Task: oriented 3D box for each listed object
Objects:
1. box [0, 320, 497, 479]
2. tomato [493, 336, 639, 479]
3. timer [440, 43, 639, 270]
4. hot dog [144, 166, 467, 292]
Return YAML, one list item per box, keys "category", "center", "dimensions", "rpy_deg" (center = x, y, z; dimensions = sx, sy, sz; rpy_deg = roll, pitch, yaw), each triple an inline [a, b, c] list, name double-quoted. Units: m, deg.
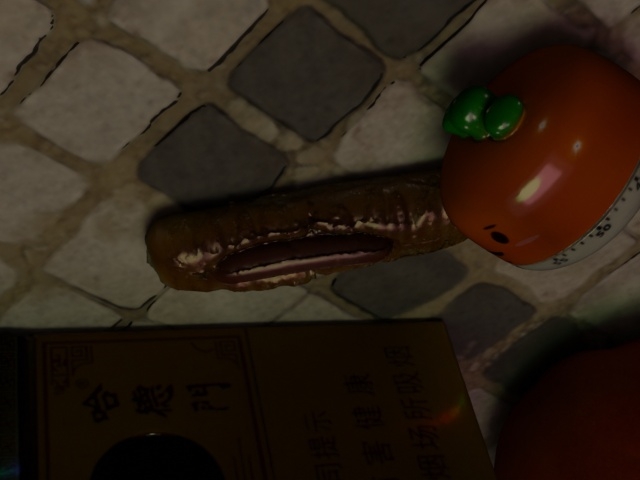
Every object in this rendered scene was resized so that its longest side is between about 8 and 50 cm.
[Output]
- category: "box"
  center: [-0.095, 0.185, 0.741]
  dimensions: [0.415, 0.264, 0.116]
  rpy_deg: [0, 135, -14]
- category: "tomato"
  center: [0.258, 0.189, 0.897]
  dimensions: [0.260, 0.180, 0.260]
  rpy_deg: [-9, 135, -9]
- category: "timer"
  center: [0.123, -0.052, 0.678]
  dimensions: [0.136, 0.099, 0.136]
  rpy_deg: [-14, 118, -29]
- category: "hot dog"
  center: [0.000, 0.000, 0.737]
  dimensions: [0.215, 0.047, 0.066]
  rpy_deg: [-8, 138, -6]
